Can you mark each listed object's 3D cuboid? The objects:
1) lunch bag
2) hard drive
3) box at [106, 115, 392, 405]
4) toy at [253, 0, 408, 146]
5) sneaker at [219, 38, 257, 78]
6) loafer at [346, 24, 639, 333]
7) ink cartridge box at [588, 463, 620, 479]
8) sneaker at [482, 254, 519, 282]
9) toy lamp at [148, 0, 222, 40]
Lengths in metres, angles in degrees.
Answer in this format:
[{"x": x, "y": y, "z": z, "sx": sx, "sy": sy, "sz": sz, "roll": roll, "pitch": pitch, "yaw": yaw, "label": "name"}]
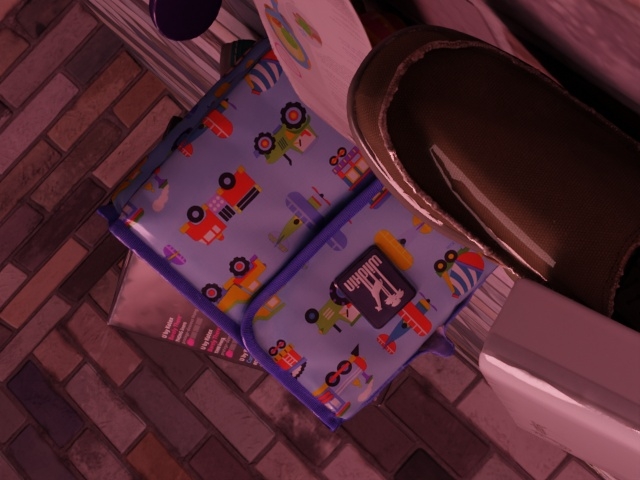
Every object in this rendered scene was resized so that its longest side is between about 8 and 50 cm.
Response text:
[{"x": 0.000, "y": 0.000, "z": 1.209, "sx": 0.293, "sy": 0.221, "sz": 0.138, "roll": 43, "pitch": 177, "yaw": -14, "label": "lunch bag"}, {"x": 0.246, "y": 0.133, "z": 0.655, "sx": 0.353, "sy": 0.047, "sz": 0.233, "roll": 27, "pitch": 173, "yaw": 17, "label": "hard drive"}, {"x": -0.042, "y": 0.019, "z": 1.363, "sx": 0.270, "sy": 0.143, "sz": 0.165, "roll": 17, "pitch": -144, "yaw": -9, "label": "box"}, {"x": 0.016, "y": -0.121, "z": 0.858, "sx": 0.137, "sy": 0.056, "sz": 0.237, "roll": 46, "pitch": 174, "yaw": 30, "label": "toy"}, {"x": -0.002, "y": -0.080, "z": 1.457, "sx": 0.108, "sy": 0.121, "sz": 0.302, "roll": -87, "pitch": -23, "yaw": -54, "label": "sneaker"}, {"x": 0.126, "y": -0.014, "z": 0.665, "sx": 0.251, "sy": 0.094, "sz": 0.087, "roll": 33, "pitch": 176, "yaw": -9, "label": "loafer"}, {"x": 0.245, "y": 0.135, "z": 0.958, "sx": 0.209, "sy": 0.109, "sz": 0.062, "roll": 41, "pitch": 177, "yaw": 40, "label": "ink cartridge box"}, {"x": 0.181, "y": 0.036, "z": 0.918, "sx": 0.086, "sy": 0.064, "sz": 0.192, "roll": 35, "pitch": -178, "yaw": -34, "label": "sneaker"}, {"x": -0.196, "y": -0.272, "z": 1.365, "sx": 0.274, "sy": 0.080, "sz": 0.080, "roll": 40, "pitch": 176, "yaw": 43, "label": "toy lamp"}]
